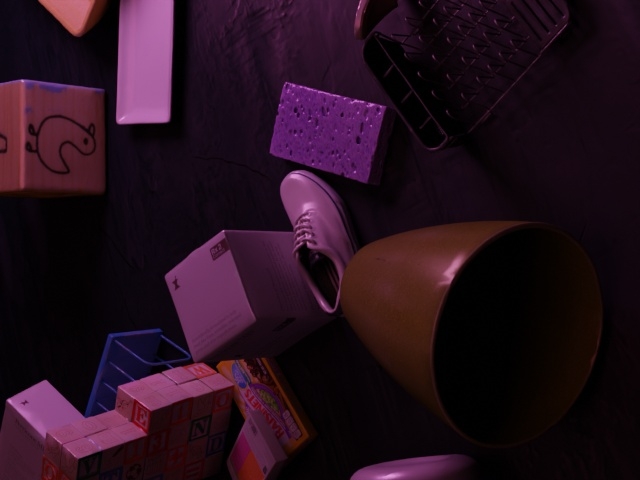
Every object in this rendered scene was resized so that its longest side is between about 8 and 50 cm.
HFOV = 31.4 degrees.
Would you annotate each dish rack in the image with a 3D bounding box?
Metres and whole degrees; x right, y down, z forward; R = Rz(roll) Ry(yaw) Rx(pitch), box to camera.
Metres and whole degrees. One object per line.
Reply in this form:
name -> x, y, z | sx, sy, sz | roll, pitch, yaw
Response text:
dish rack -> 0.199, -0.274, 1.533 | 0.271, 0.074, 0.208 | -48, 61, 30

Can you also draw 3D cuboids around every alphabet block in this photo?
alphabet block -> -0.521, -0.179, 2.083 | 0.193, 0.192, 0.197 | -1, 90, 43

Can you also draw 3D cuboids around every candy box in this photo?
candy box -> -0.088, 0.253, 1.809 | 0.105, 0.027, 0.206 | -51, 59, 33

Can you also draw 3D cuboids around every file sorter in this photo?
file sorter -> -0.309, 0.253, 1.942 | 0.104, 0.118, 0.170 | 30, 109, 34

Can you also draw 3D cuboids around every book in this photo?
book -> -0.104, 0.346, 1.791 | 0.096, 0.035, 0.144 | 58, 142, 30

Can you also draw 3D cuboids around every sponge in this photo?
sponge -> 0.015, -0.163, 1.720 | 0.210, 0.031, 0.117 | 20, 103, 40

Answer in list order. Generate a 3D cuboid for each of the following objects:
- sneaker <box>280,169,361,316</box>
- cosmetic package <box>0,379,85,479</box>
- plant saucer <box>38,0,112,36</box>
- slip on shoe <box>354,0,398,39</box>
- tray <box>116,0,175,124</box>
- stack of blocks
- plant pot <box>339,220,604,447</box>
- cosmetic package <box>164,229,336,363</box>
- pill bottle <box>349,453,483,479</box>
sneaker -> 0.000, 0.000, 1.691 | 0.094, 0.091, 0.258 | -46, 62, 31
cosmetic package -> -0.407, 0.465, 1.952 | 0.377, 0.097, 0.284 | 39, 132, 21
plant saucer -> -0.434, -0.585, 2.082 | 0.333, 0.081, 0.333 | 44, 116, 33
slip on shoe -> 0.090, -0.340, 1.620 | 0.041, 0.051, 0.135 | 20, 65, 20
tray -> -0.298, -0.338, 1.994 | 0.145, 0.030, 0.270 | 4, 92, 42
stack of blocks -> -0.284, 0.314, 1.785 | 0.087, 0.297, 0.171 | 29, 118, 38
plant pot -> 0.161, 0.088, 1.466 | 0.293, 0.274, 0.275 | 19, 102, 55
cosmetic package -> -0.105, 0.084, 1.721 | 0.151, 0.183, 0.151 | -36, 67, 35
pill bottle -> 0.144, 0.453, 1.503 | 0.181, 0.181, 0.323 | -14, 80, 40
